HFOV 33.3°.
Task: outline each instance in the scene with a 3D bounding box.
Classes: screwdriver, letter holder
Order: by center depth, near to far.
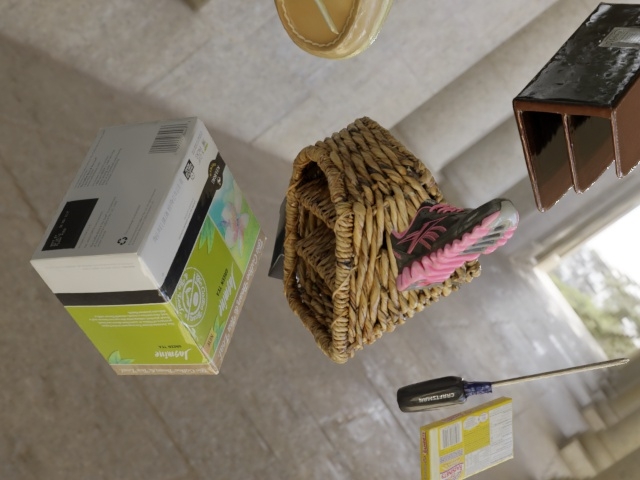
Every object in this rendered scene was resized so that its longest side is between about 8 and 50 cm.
[{"bbox_3d":[0.138,0.105,0.776,0.024,0.170,0.025,53,32,-61],"label":"screwdriver"},{"bbox_3d":[0.434,-0.186,1.580,0.152,0.302,0.214,11,-47,37],"label":"letter holder"}]

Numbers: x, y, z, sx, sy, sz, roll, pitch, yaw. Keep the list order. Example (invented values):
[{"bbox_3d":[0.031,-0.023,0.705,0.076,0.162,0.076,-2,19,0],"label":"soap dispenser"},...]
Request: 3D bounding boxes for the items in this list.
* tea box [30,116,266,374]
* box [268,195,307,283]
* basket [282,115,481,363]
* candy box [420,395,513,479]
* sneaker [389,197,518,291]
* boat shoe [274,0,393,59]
[{"bbox_3d":[-0.286,0.015,1.885,0.323,0.220,0.329,64,33,-43],"label":"tea box"},{"bbox_3d":[0.000,0.000,1.952,0.158,0.093,0.155,14,58,-11],"label":"box"},{"bbox_3d":[0.027,-0.017,1.377,0.213,0.223,0.299,59,-3,-20],"label":"basket"},{"bbox_3d":[0.238,0.325,1.721,0.206,0.105,0.027,-10,14,-41],"label":"candy box"},{"bbox_3d":[0.087,-0.008,0.749,0.047,0.119,0.057,1,66,-38],"label":"sneaker"},{"bbox_3d":[-0.001,-0.237,0.673,0.089,0.105,0.285,-55,153,-48],"label":"boat shoe"}]
